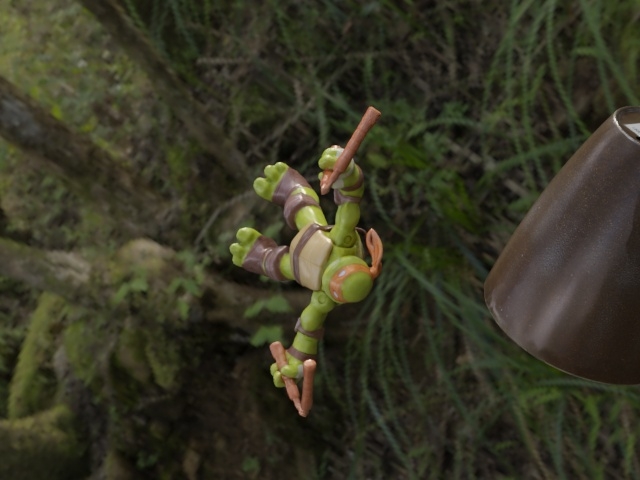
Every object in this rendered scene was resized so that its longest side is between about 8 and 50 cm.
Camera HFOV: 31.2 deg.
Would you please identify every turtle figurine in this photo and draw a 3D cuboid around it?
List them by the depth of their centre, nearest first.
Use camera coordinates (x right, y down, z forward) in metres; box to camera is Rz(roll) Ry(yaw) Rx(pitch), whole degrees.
[{"bbox_3d":[0.000,0.000,1.010,0.217,0.087,0.269,-141,58,-61],"label":"turtle figurine"}]

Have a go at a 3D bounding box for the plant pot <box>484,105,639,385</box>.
[{"bbox_3d":[0.304,-0.010,1.158,0.215,0.215,0.230,-77,3,-57],"label":"plant pot"}]
